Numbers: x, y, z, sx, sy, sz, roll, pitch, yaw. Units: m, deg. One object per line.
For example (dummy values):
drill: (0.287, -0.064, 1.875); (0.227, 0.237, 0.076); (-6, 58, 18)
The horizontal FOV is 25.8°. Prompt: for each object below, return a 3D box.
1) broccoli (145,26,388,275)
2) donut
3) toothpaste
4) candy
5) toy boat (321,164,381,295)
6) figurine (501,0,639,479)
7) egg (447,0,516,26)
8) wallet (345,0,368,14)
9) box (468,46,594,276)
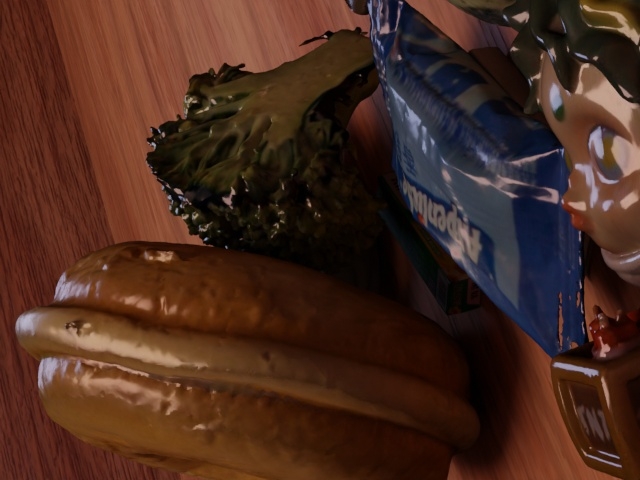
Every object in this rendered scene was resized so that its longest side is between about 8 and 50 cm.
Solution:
broccoli: (-0.025, -0.068, 1.358); (0.242, 0.273, 0.180); (29, 147, 40)
donut: (-0.067, 0.131, 1.321); (0.449, 0.449, 0.198); (149, 136, -73)
toothpaste: (0.101, -0.002, 1.318); (0.178, 0.037, 0.043); (-120, 21, -48)
candy: (0.113, -0.054, 1.051); (0.331, 0.077, 0.187); (-124, 22, -53)
toy boat: (0.000, 0.000, 1.546); (0.199, 0.100, 0.290); (-160, 60, -72)
figurine: (0.200, 0.001, 0.718); (0.261, 0.186, 0.382); (174, 83, -70)
egg: (0.112, -0.229, 0.935); (0.141, 0.141, 0.181); (163, 87, -74)
wallet: (0.037, -0.321, 1.319); (0.198, 0.031, 0.110); (97, 156, -47)
box: (0.159, -0.058, 1.082); (0.177, 0.036, 0.115); (-120, 25, -46)
